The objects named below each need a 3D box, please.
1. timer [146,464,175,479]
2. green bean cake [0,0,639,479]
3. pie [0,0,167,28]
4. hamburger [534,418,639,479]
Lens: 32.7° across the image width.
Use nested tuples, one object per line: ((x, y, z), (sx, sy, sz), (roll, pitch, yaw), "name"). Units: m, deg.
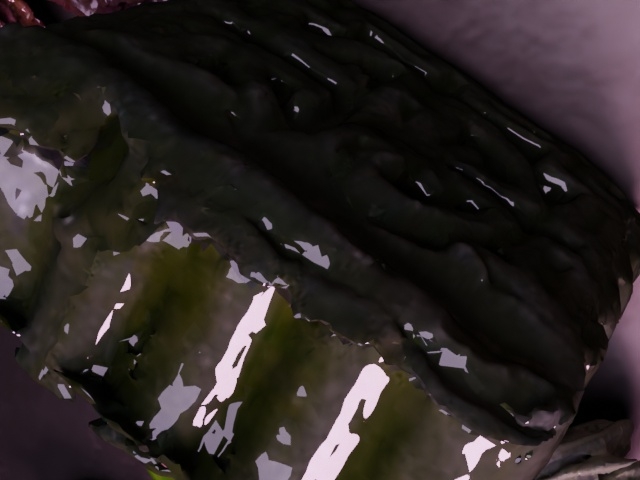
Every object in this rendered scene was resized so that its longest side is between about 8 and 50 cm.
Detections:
((-0.042, 0.096, 0.617), (0.128, 0.047, 0.140), (15, 114, 19), "timer")
((0.000, 0.000, 0.447), (0.241, 0.255, 0.132), (36, 117, 12), "green bean cake")
((-0.161, -0.154, 0.571), (0.219, 0.054, 0.204), (-25, 98, 31), "pie")
((0.104, 0.144, 0.528), (0.140, 0.133, 0.062), (-53, 57, 35), "hamburger")
